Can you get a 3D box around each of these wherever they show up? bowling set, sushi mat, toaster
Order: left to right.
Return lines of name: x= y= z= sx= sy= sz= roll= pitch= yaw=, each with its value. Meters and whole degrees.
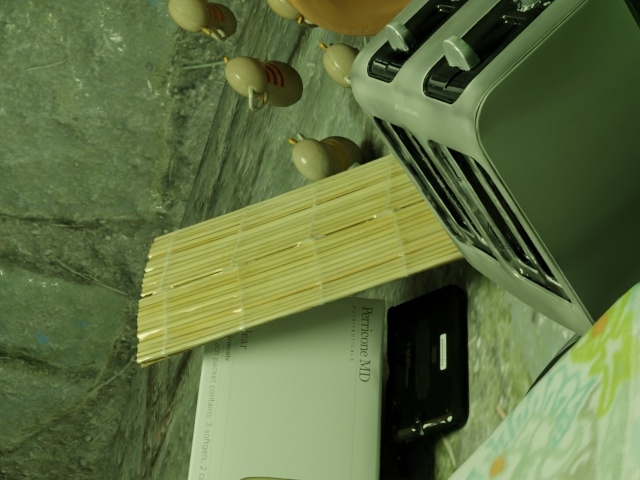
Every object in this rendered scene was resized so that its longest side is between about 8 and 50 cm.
bowling set: x=-0.013 y=-0.214 z=1.250 sx=0.200 sy=0.287 sz=0.154 roll=-47 pitch=-9 yaw=14
sushi mat: x=0.000 y=0.000 z=0.918 sx=0.151 sy=0.316 sz=0.019 roll=-90 pitch=-25 yaw=-48
toaster: x=0.117 y=-0.050 z=0.617 sx=0.110 sy=0.186 sz=0.168 roll=-39 pitch=24 yaw=-5

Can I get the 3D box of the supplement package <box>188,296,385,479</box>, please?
supplement package: x=-0.030 y=0.202 z=0.968 sx=0.204 sy=0.145 sz=0.262 roll=97 pitch=177 yaw=-57

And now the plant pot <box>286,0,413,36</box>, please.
plant pot: x=0.032 y=-0.325 z=1.083 sx=0.291 sy=0.290 sz=0.204 roll=-66 pitch=35 yaw=39

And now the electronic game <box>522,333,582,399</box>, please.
electronic game: x=0.150 y=0.138 z=0.586 sx=0.229 sy=0.048 sz=0.229 roll=-50 pitch=31 yaw=46

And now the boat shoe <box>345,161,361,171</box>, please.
boat shoe: x=0.003 y=0.016 z=1.191 sx=0.114 sy=0.091 sz=0.302 roll=-44 pitch=0 yaw=-16

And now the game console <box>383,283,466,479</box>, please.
game console: x=0.087 y=0.113 z=0.945 sx=0.107 sy=0.071 sz=0.122 roll=-25 pitch=47 yaw=35

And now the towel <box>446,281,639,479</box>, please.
towel: x=0.058 y=0.215 z=0.453 sx=0.374 sy=0.090 sz=0.320 roll=-55 pitch=5 yaw=35
